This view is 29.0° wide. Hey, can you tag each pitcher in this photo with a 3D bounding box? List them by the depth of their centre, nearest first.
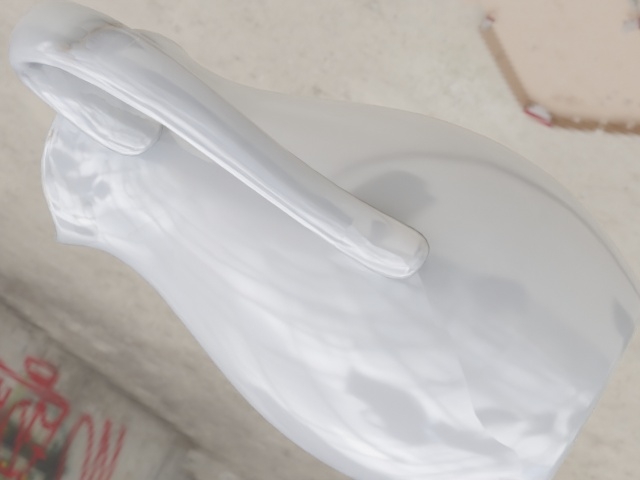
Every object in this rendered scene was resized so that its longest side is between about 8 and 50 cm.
[{"bbox_3d":[0.000,0.000,0.410,0.207,0.125,0.178,29,173,10],"label":"pitcher"}]
